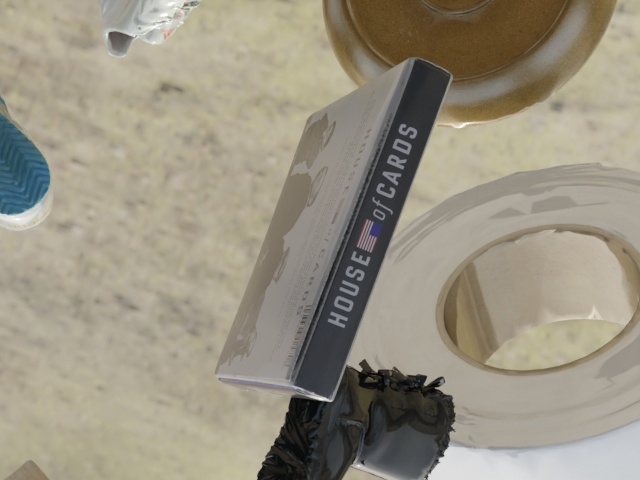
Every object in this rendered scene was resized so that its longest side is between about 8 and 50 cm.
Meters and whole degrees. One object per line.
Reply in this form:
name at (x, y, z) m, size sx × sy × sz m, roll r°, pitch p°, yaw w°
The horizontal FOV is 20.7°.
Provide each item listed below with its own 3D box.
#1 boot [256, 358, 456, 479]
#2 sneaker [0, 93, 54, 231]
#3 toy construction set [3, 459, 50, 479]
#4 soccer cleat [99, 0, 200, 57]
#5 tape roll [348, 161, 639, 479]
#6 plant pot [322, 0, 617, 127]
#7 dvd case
boot at (0.020, 0.125, 0.998) m, size 0.099 × 0.121 × 0.045 m, roll 20°, pitch 180°, yaw -39°
sneaker at (-0.301, -0.103, 1.452) m, size 0.228 × 0.087 × 0.092 m, roll 57°, pitch 168°, yaw 12°
toy construction set at (-0.151, 0.206, 0.529) m, size 0.257 × 0.309 × 0.237 m, roll 31°, pitch -176°, yaw -41°
soccer cleat at (-0.133, -0.213, 1.532) m, size 0.068 × 0.076 × 0.196 m, roll 5°, pitch 168°, yaw -35°
tape roll at (0.164, 0.072, 1.226) m, size 0.286 × 0.286 × 0.100 m, roll 3°, pitch 134°, yaw 27°
plant pot at (0.108, -0.203, 1.328) m, size 0.236 × 0.236 × 0.032 m, roll 6°, pitch 170°, yaw 21°
dvd case at (0.000, 0.000, 0.976) m, size 0.029 × 0.179 × 0.239 m, roll 22°, pitch 172°, yaw -11°
